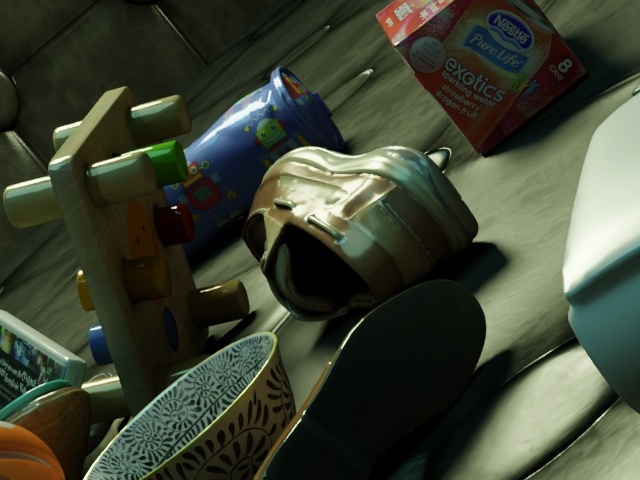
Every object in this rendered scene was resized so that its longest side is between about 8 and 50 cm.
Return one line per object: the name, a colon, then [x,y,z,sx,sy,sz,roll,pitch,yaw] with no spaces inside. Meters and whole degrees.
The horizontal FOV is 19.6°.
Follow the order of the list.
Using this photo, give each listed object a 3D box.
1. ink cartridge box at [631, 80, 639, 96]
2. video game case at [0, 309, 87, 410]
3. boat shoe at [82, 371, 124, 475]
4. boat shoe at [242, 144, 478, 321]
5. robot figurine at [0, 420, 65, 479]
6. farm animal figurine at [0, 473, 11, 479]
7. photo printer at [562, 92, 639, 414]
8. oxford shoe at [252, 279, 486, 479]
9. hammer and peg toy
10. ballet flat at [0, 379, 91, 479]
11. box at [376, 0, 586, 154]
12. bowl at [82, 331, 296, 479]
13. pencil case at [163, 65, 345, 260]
ink cartridge box: [0.276,-0.138,1.355,0.063,0.029,0.115,-29,16,42]
video game case: [-0.254,0.159,1.522,0.190,0.022,0.173,21,98,59]
boat shoe: [-0.219,0.153,1.695,0.075,0.065,0.206,-37,11,11]
boat shoe: [0.000,0.000,1.474,0.116,0.123,0.324,-45,11,-19]
robot figurine: [-0.210,0.204,1.173,0.158,0.219,0.128,-2,-45,-27]
farm animal figurine: [-0.190,0.272,0.931,0.327,0.172,0.330,-53,9,7]
photo printer: [0.270,-0.063,0.890,0.307,0.107,0.256,-34,13,25]
oxford shoe: [0.021,0.103,1.133,0.212,0.076,0.076,-45,2,-28]
hammer and peg toy: [-0.151,0.002,1.652,0.127,0.266,0.361,-14,16,10]
ballet flat: [-0.273,0.240,1.399,0.342,0.124,0.116,-37,-20,25]
box: [0.141,-0.182,1.697,0.122,0.128,0.257,-38,11,6]
bowl: [-0.071,0.145,1.230,0.170,0.080,0.170,-38,12,9]
pencil case: [-0.116,-0.072,2.109,0.306,0.119,0.133,-35,2,20]
